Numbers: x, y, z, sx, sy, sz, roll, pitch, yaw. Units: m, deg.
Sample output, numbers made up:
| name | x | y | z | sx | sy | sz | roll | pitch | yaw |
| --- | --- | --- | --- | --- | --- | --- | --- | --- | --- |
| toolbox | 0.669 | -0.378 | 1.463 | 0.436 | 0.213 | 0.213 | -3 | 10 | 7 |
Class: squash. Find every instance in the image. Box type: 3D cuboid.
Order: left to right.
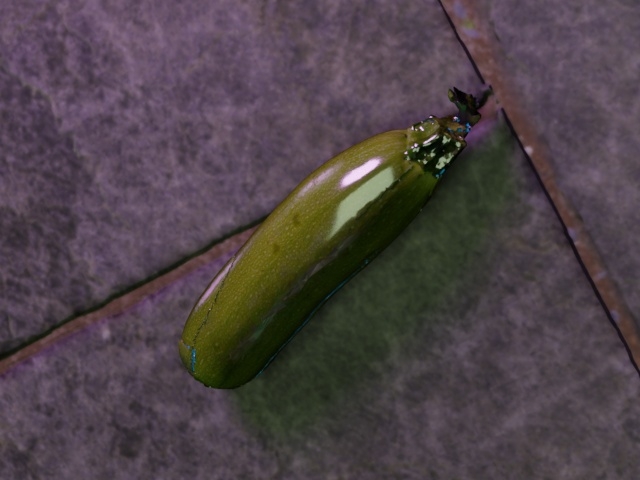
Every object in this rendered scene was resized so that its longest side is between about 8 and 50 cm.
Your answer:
| name | x | y | z | sx | sy | sz | roll | pitch | yaw |
| --- | --- | --- | --- | --- | --- | --- | --- | --- | --- |
| squash | 0.000 | 0.001 | 1.379 | 0.087 | 0.087 | 0.331 | 48 | 115 | 5 |
